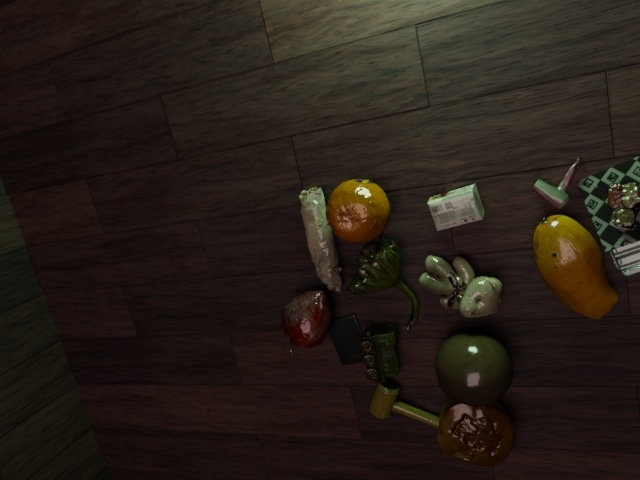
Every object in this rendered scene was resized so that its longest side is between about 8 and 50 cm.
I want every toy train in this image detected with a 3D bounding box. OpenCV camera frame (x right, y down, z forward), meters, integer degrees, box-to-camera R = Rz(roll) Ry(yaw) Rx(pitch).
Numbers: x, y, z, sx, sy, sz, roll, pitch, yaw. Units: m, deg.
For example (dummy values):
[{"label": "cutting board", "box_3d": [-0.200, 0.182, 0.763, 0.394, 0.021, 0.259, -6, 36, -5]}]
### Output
[{"label": "toy train", "box_3d": [0.224, 0.420, 2.062, 0.137, 0.090, 0.225, -8, 110, 10]}]

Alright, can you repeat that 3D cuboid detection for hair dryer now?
[{"label": "hair dryer", "box_3d": [0.724, -0.183, 1.673, 0.106, 0.054, 0.154, 41, 108, 10]}, {"label": "hair dryer", "box_3d": [0.331, 0.628, 2.103, 0.279, 0.090, 0.134, 20, 112, 9]}]

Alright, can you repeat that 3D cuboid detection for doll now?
[{"label": "doll", "box_3d": [0.455, 0.161, 1.858, 0.278, 0.149, 0.175, 26, 149, 27]}]

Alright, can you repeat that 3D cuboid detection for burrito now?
[{"label": "burrito", "box_3d": [0.000, 0.000, 2.022, 0.117, 0.076, 0.391, 0, 108, 44]}]

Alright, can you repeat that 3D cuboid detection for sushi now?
[{"label": "sushi", "box_3d": [0.870, -0.112, 1.574, 0.220, 0.047, 0.231, -24, 72, 28]}]

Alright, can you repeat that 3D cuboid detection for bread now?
[{"label": "bread", "box_3d": [0.544, 0.662, 1.968, 0.270, 0.148, 0.269, 4, 109, 12]}]

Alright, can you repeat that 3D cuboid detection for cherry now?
[{"label": "cherry", "box_3d": [-0.044, 0.287, 2.081, 0.175, 0.192, 0.249, 18, 112, -22]}]

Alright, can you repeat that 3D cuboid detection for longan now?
[{"label": "longan", "box_3d": [0.507, 0.428, 1.859, 0.258, 0.258, 0.257, 8, 111, 21]}]

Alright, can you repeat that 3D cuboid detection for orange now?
[{"label": "orange", "box_3d": [0.127, -0.098, 1.868, 0.220, 0.193, 0.219, 1, 94, 17]}]

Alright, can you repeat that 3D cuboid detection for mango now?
[{"label": "mango", "box_3d": [0.762, 0.085, 1.689, 0.187, 0.144, 0.359, -20, 102, 30]}]

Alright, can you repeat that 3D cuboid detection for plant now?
[{"label": "plant", "box_3d": [0.248, 0.131, 1.972, 0.334, 0.180, 0.251, 29, 114, -26]}]

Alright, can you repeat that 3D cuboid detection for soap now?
[{"label": "soap", "box_3d": [0.967, -0.001, 1.604, 0.262, 0.094, 0.150, -23, 91, 29]}]

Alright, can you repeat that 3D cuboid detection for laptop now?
[{"label": "laptop", "box_3d": [0.109, 0.382, 2.143, 0.135, 0.016, 0.197, -16, 102, 25]}]

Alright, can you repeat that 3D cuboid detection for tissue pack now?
[{"label": "tissue pack", "box_3d": [0.434, -0.105, 1.785, 0.149, 0.099, 0.106, -15, 104, 26]}]
